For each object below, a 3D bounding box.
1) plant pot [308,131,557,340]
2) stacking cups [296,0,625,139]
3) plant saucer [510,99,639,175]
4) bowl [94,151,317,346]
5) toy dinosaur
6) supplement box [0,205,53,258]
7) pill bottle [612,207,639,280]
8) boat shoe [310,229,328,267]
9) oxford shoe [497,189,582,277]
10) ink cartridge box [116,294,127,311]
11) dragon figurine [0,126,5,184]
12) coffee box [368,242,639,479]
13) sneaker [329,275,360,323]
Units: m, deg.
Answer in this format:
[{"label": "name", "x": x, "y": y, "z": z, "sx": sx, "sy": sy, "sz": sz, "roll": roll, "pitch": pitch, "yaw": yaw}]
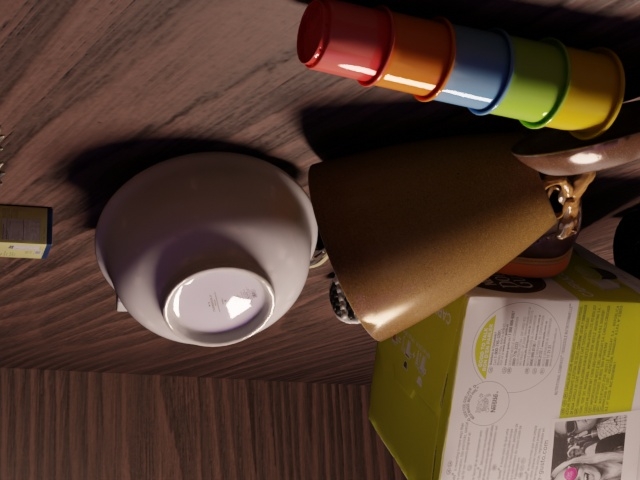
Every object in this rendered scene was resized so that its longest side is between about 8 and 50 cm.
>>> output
[{"label": "plant pot", "x": 0.147, "y": -0.033, "z": 1.218, "sx": 0.254, "sy": 0.237, "sz": 0.237, "roll": -23, "pitch": 160, "yaw": 13}, {"label": "stacking cups", "x": 0.134, "y": -0.158, "z": 0.931, "sx": 0.316, "sy": 0.096, "sz": 0.096, "roll": 5, "pitch": 163, "yaw": -25}, {"label": "plant saucer", "x": 0.305, "y": -0.109, "z": 1.069, "sx": 0.199, "sy": 0.036, "sz": 0.198, "roll": -17, "pitch": -169, "yaw": 4}, {"label": "bowl", "x": -0.138, "y": 0.042, "z": 1.284, "sx": 0.298, "sy": 0.134, "sz": 0.298, "roll": -7, "pitch": 133, "yaw": -8}, {"label": "toy dinosaur", "x": 0.334, "y": -0.091, "z": 1.286, "sx": 0.112, "sy": 0.064, "sz": 0.211, "roll": 3, "pitch": 140, "yaw": -15}, {"label": "supplement box", "x": -0.434, "y": -0.011, "z": 1.440, "sx": 0.083, "sy": 0.056, "sz": 0.083, "roll": 3, "pitch": 163, "yaw": -21}, {"label": "pill bottle", "x": 0.586, "y": 0.015, "z": 1.579, "sx": 0.219, "sy": 0.122, "sz": 0.123, "roll": 3, "pitch": 164, "yaw": -21}, {"label": "boat shoe", "x": 0.000, "y": 0.000, "z": 1.571, "sx": 0.049, "sy": 0.056, "sz": 0.152, "roll": 14, "pitch": 148, "yaw": -33}, {"label": "oxford shoe", "x": 0.186, "y": -0.038, "z": 1.398, "sx": 0.364, "sy": 0.130, "sz": 0.132, "roll": 2, "pitch": 136, "yaw": -7}, {"label": "ink cartridge box", "x": -0.238, "y": 0.026, "z": 1.472, "sx": 0.127, "sy": 0.128, "sz": 0.176, "roll": 0, "pitch": 165, "yaw": -14}, {"label": "dragon figurine", "x": -0.451, "y": -0.088, "z": 1.102, "sx": 0.289, "sy": 0.085, "sz": 0.144, "roll": -20, "pitch": 155, "yaw": 36}, {"label": "coffee box", "x": 0.289, "y": 0.193, "z": 1.553, "sx": 0.334, "sy": 0.338, "sz": 0.337, "roll": 3, "pitch": -165, "yaw": -15}, {"label": "sneaker", "x": 0.129, "y": 0.085, "z": 1.809, "sx": 0.118, "sy": 0.110, "sz": 0.292, "roll": -1, "pitch": 168, "yaw": -41}]
